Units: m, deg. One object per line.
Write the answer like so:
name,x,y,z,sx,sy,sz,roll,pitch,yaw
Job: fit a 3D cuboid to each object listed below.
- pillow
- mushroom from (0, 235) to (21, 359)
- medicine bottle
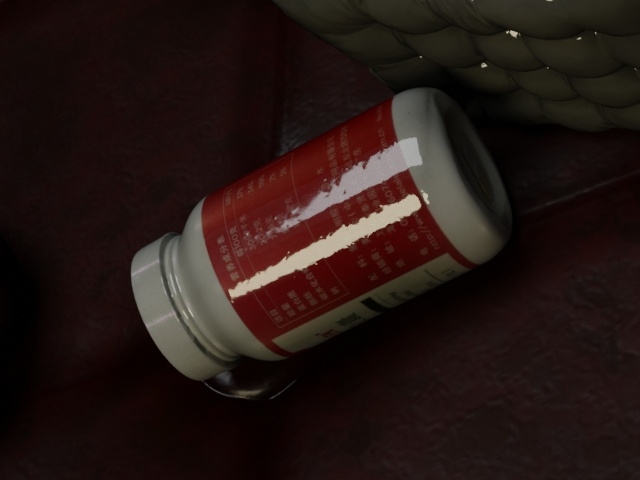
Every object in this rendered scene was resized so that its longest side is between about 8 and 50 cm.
pillow,0.134,-0.151,1.250,0.326,0.228,0.101,10,74,41
mushroom,-0.410,0.077,1.551,0.345,0.260,0.345,-6,36,4
medicine bottle,0.000,0.000,1.309,0.250,0.131,0.131,-28,44,19
